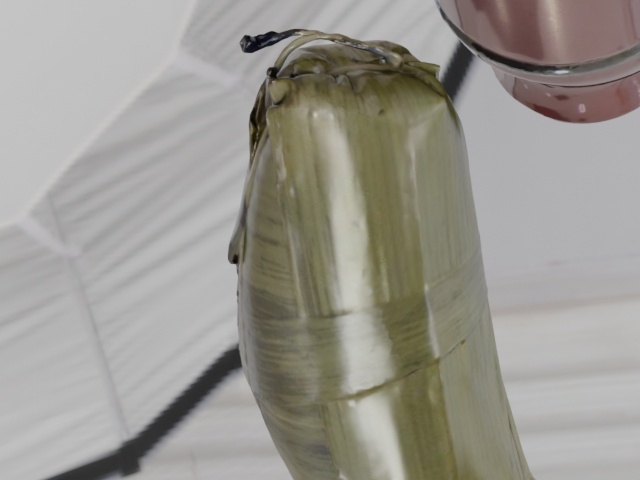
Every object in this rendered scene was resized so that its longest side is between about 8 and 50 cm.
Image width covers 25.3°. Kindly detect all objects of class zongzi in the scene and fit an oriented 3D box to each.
[{"bbox_3d":[-0.002,-0.002,0.585,0.094,0.204,0.204,-16,-159,-15],"label":"zongzi"}]

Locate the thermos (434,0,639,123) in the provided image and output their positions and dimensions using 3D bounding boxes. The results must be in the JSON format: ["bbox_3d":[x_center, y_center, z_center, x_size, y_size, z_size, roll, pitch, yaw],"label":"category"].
[{"bbox_3d":[0.090,-0.138,0.475,0.136,0.330,0.109,-3,-114,14],"label":"thermos"}]
